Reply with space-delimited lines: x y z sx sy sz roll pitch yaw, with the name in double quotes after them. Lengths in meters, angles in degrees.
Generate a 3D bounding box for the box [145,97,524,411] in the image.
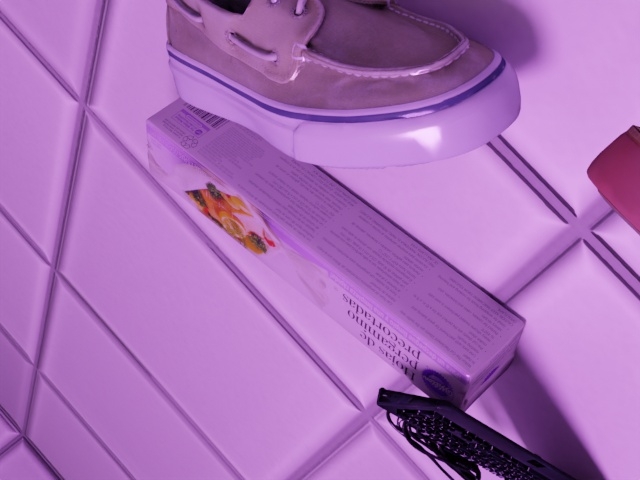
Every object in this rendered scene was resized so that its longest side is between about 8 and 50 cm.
0.000 0.000 0.815 0.324 0.067 0.063 37 149 22 "box"

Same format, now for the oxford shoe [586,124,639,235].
0.263 0.030 0.396 0.348 0.123 0.130 43 106 25 "oxford shoe"

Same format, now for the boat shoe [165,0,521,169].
-0.012 -0.117 0.660 0.302 0.109 0.094 20 137 47 "boat shoe"

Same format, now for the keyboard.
0.116 0.161 0.780 0.192 0.038 0.100 34 162 -29 "keyboard"
